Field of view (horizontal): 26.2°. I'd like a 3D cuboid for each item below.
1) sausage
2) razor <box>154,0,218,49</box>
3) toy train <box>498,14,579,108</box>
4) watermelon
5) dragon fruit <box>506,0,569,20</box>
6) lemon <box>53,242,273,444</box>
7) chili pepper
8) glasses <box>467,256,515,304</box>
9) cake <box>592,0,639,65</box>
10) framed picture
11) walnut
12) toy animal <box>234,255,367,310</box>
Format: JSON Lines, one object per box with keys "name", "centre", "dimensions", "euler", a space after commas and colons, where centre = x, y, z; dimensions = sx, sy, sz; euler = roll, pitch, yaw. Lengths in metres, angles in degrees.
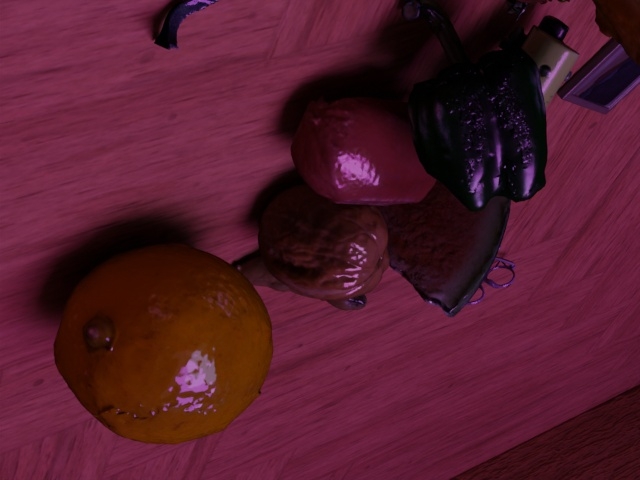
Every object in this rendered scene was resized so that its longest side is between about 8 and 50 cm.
{"name": "sausage", "centre": [0.061, -0.109, 1.707], "dimensions": [0.254, 0.148, 0.148], "euler": [-6, 143, -51]}
{"name": "razor", "centre": [-0.086, -0.254, 1.368], "dimensions": [0.190, 0.033, 0.066], "euler": [-35, -158, -8]}
{"name": "toy train", "centre": [0.244, -0.169, 1.767], "dimensions": [0.253, 0.105, 0.157], "euler": [-58, -177, 15]}
{"name": "watermelon", "centre": [0.160, -0.043, 1.913], "dimensions": [0.231, 0.310, 0.193], "euler": [-3, 170, 27]}
{"name": "dragon fruit", "centre": [0.234, -0.332, 1.482], "dimensions": [0.175, 0.138, 0.142], "euler": [-62, -172, 3]}
{"name": "lemon", "centre": [-0.186, 0.127, 1.690], "dimensions": [0.260, 0.260, 0.284], "euler": [-32, 156, -7]}
{"name": "chili pepper", "centre": [0.179, -0.170, 1.618], "dimensions": [0.165, 0.261, 0.174], "euler": [-10, -170, 21]}
{"name": "glasses", "centre": [0.288, 0.045, 2.453], "dimensions": [0.140, 0.062, 0.104], "euler": [-28, 134, -16]}
{"name": "cake", "centre": [0.477, -0.359, 1.493], "dimensions": [0.307, 0.293, 0.314], "euler": [-28, 137, -16]}
{"name": "framed picture", "centre": [0.493, -0.297, 2.086], "dimensions": [0.265, 0.018, 0.192], "euler": [-46, 156, 22]}
{"name": "walnut", "centre": [0.000, 0.000, 1.799], "dimensions": [0.155, 0.184, 0.155], "euler": [-45, 145, -44]}
{"name": "toy animal", "centre": [-0.021, 0.050, 1.910], "dimensions": [0.101, 0.218, 0.103], "euler": [-45, 146, -59]}
